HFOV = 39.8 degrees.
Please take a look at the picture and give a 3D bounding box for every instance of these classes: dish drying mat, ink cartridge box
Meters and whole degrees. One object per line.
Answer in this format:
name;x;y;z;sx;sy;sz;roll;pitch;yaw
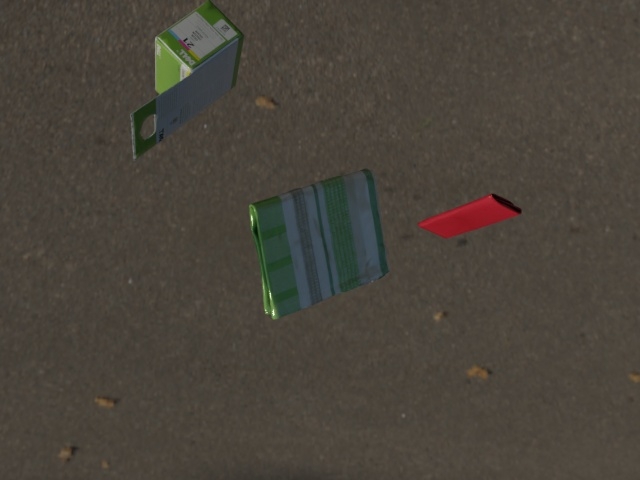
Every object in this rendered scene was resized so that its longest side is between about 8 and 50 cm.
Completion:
dish drying mat;0.112;-0.018;0.668;0.032;0.008;0.083;21;157;-27
ink cartridge box;-0.268;-0.286;1.595;0.097;0.255;0.189;46;159;8

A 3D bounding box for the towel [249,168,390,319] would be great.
towel;0.000;0.000;0.838;0.152;0.023;0.113;-18;105;-38
